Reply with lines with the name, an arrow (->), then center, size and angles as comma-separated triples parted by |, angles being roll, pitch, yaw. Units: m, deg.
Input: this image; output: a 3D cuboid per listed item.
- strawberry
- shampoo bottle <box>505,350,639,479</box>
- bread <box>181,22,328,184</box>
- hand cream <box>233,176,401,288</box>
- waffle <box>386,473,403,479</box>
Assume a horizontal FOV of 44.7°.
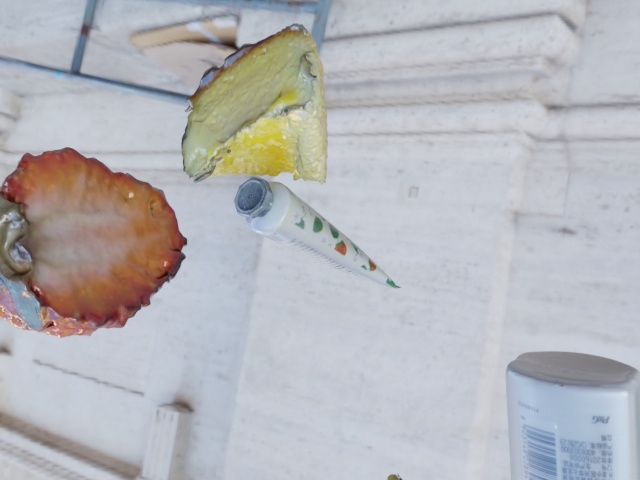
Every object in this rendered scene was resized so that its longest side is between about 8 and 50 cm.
strawberry -> -0.352, 0.012, 1.130 | 0.149, 0.265, 0.336 | -24, 173, 34
shampoo bottle -> 0.172, 0.190, 0.520 | 0.086, 0.227, 0.056 | 3, -165, 40
bread -> -0.074, -0.138, 0.822 | 0.160, 0.140, 0.169 | -4, 153, -1
hand cream -> 0.000, 0.000, 0.913 | 0.095, 0.059, 0.276 | 28, 177, 38
waffle -> 0.142, 0.456, 1.049 | 0.058, 0.281, 0.301 | -28, 140, 11
